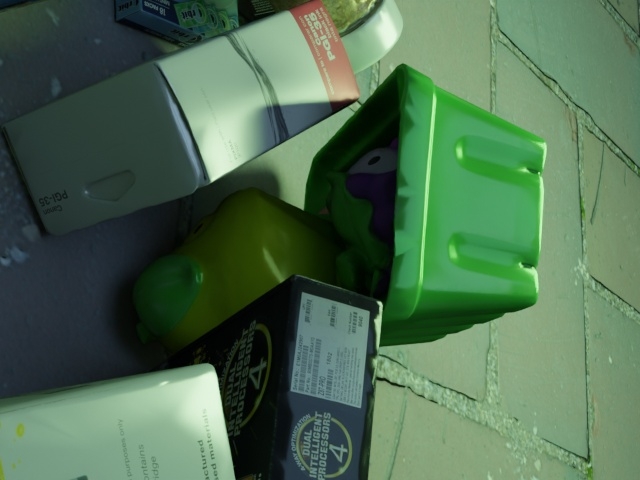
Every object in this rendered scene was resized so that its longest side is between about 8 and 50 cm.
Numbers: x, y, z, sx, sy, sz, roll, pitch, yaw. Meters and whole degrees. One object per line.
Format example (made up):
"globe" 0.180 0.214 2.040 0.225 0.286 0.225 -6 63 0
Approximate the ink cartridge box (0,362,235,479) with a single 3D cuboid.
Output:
"ink cartridge box" -0.277 0.194 0.749 0.385 0.279 0.160 -4 83 -55

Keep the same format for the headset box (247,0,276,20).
"headset box" -0.025 -0.370 1.390 0.293 0.110 0.218 62 30 -35

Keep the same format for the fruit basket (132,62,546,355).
"fruit basket" 0.000 0.000 1.204 0.392 0.392 0.282 23 68 -50

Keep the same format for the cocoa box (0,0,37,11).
"cocoa box" -0.221 -0.377 0.949 0.231 0.228 0.347 -30 111 -39

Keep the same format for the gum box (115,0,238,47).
"gum box" -0.156 -0.306 1.295 0.157 0.041 0.184 15 67 -52

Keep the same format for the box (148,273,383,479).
"box" -0.076 0.261 0.972 0.097 0.318 0.394 17 64 -22

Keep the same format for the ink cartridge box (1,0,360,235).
"ink cartridge box" -0.124 -0.122 1.131 0.283 0.207 0.117 -36 107 -54

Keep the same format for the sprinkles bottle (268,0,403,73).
"sprinkles bottle" -0.041 -0.330 1.193 0.355 0.121 0.121 57 39 -35
